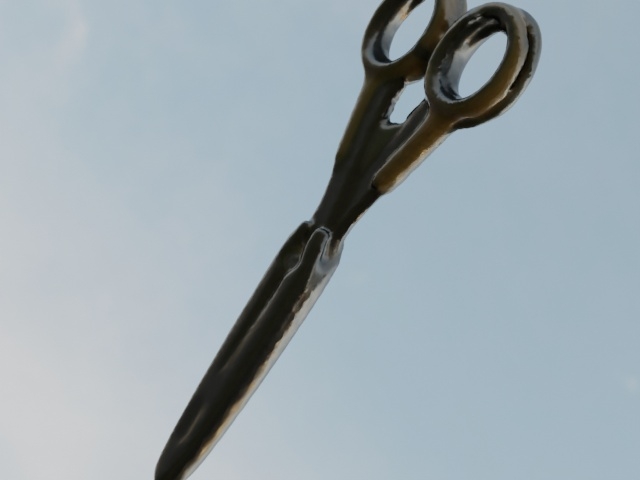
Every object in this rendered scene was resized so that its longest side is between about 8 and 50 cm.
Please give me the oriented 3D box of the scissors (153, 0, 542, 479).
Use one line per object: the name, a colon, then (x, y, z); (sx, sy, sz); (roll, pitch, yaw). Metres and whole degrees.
scissors: (0.000, 0.000, 0.633); (0.017, 0.220, 0.088); (31, 3, -41)
